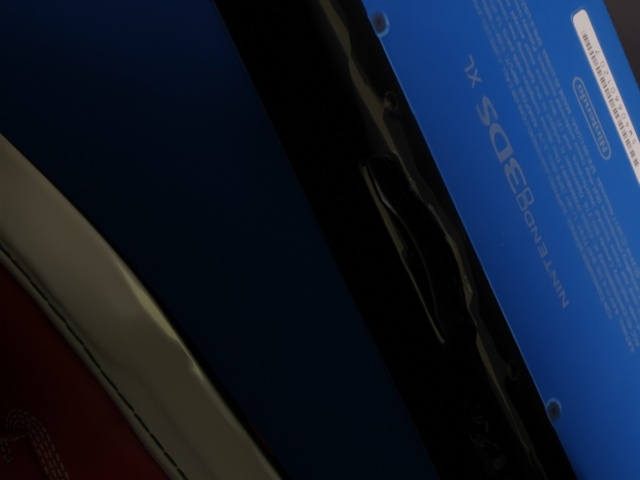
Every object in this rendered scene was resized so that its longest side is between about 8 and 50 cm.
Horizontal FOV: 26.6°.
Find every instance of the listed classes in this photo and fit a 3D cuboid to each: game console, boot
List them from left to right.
[{"bbox_3d":[-0.101,0.092,0.399,0.244,0.176,0.088,57,-5,-12],"label":"boot"},{"bbox_3d":[0.000,0.000,0.510,0.250,0.173,0.293,-38,108,-45],"label":"game console"}]

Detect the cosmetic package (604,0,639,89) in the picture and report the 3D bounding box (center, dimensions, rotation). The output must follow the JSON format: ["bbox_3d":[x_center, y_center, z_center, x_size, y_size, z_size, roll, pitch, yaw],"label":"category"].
[{"bbox_3d":[0.202,-0.071,0.649,0.197,0.365,0.155,-16,88,-51],"label":"cosmetic package"}]
